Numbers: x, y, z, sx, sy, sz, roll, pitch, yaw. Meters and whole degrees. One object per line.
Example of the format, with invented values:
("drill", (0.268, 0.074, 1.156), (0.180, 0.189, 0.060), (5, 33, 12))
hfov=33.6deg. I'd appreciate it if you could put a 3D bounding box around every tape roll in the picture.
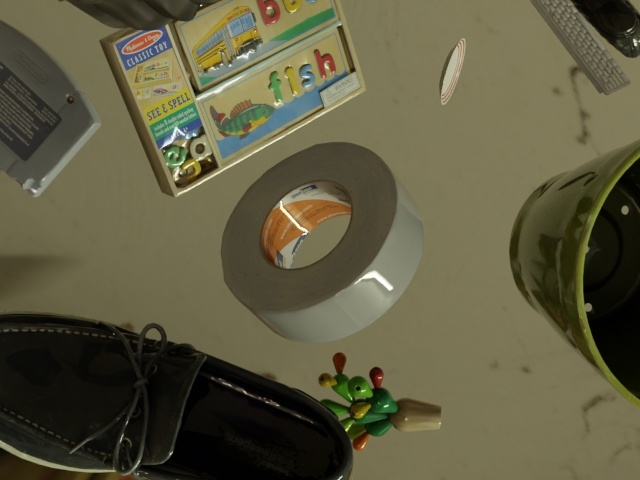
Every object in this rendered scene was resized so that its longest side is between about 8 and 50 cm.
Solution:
("tape roll", (0.000, 0.000, 1.159), (0.219, 0.072, 0.219), (-17, -129, 22))

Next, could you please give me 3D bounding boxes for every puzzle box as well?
("puzzle box", (-0.126, -0.282, 1.709), (0.409, 0.272, 0.052), (-33, -150, -24))

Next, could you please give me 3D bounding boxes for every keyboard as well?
("keyboard", (0.297, -0.291, 1.323), (0.072, 0.256, 0.014), (-28, 170, -41))

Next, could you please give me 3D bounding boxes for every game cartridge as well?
("game cartridge", (-0.518, -0.240, 1.770), (0.196, 0.294, 0.060), (-47, 177, 8))

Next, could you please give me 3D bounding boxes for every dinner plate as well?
("dinner plate", (0.268, -0.350, 2.181), (0.017, 0.141, 0.141), (20, -126, 13))

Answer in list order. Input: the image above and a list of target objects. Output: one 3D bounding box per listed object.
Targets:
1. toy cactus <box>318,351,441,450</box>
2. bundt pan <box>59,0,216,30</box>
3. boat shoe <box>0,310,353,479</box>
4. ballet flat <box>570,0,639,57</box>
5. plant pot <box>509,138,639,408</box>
("toy cactus", (0.085, 0.245, 1.547), (0.181, 0.219, 0.112), (5, -130, 3))
("bundt pan", (-0.190, -0.393, 1.303), (0.331, 0.124, 0.330), (-15, -124, 24))
("boat shoe", (-0.188, 0.190, 1.204), (0.156, 0.500, 0.186), (118, -9, -63))
("ballet flat", (0.287, -0.256, 1.113), (0.057, 0.049, 0.173), (-23, -127, 7))
("plant pot", (0.425, 0.024, 1.400), (0.366, 0.366, 0.353), (-44, -167, -6))
